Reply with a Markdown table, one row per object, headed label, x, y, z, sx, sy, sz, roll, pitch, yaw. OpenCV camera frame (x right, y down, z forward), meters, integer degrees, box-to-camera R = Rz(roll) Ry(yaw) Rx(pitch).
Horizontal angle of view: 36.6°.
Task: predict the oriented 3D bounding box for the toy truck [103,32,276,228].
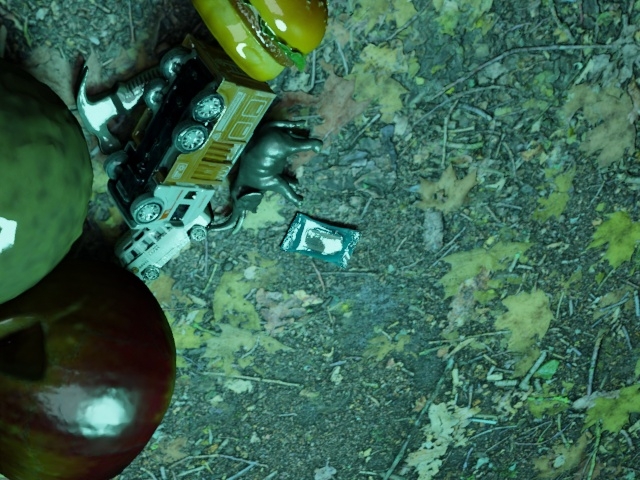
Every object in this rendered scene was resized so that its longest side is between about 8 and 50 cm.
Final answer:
| label | x | y | z | sx | sy | sz | roll | pitch | yaw |
| --- | --- | --- | --- | --- | --- | --- | --- | --- | --- |
| toy truck | -0.208 | -0.159 | 1.537 | 0.162 | 0.136 | 0.305 | 6 | 127 | -46 |

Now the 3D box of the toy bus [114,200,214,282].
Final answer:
| label | x | y | z | sx | sy | sz | roll | pitch | yaw |
| --- | --- | --- | --- | --- | --- | --- | --- | --- | --- |
| toy bus | -0.279 | -0.010 | 1.690 | 0.194 | 0.087 | 0.089 | -40 | 121 | 11 |

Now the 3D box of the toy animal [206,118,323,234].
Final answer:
| label | x | y | z | sx | sy | sz | roll | pitch | yaw |
| --- | --- | --- | --- | --- | --- | --- | --- | --- | --- |
| toy animal | -0.094 | -0.102 | 1.695 | 0.137 | 0.082 | 0.270 | 16 | 120 | -25 |

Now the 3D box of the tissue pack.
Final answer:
| label | x | y | z | sx | sy | sz | roll | pitch | yaw |
| --- | --- | --- | --- | --- | --- | --- | --- | --- | --- |
| tissue pack | 0.000 | 0.000 | 1.830 | 0.138 | 0.028 | 0.085 | 16 | 113 | -23 |

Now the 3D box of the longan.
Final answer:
| label | x | y | z | sx | sy | sz | roll | pitch | yaw |
| --- | --- | --- | --- | --- | --- | --- | --- | --- | --- |
| longan | -0.522 | -0.092 | 1.377 | 0.390 | 0.391 | 0.391 | -9 | 125 | -13 |

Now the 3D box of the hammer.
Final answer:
| label | x | y | z | sx | sy | sz | roll | pitch | yaw |
| --- | --- | --- | --- | --- | --- | --- | --- | --- | --- |
| hammer | -0.282 | -0.243 | 1.556 | 0.226 | 0.041 | 0.159 | -22 | 129 | -3 |

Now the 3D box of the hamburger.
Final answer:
| label | x | y | z | sx | sy | sz | roll | pitch | yaw |
| --- | --- | --- | --- | --- | --- | --- | --- | --- | --- |
| hamburger | -0.081 | -0.363 | 1.422 | 0.170 | 0.246 | 0.246 | -34 | 128 | 16 |

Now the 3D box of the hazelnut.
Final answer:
| label | x | y | z | sx | sy | sz | roll | pitch | yaw |
| --- | --- | --- | --- | --- | --- | --- | --- | --- | --- |
| hazelnut | -0.425 | 0.208 | 1.602 | 0.401 | 0.402 | 0.429 | 1 | 162 | -20 |
